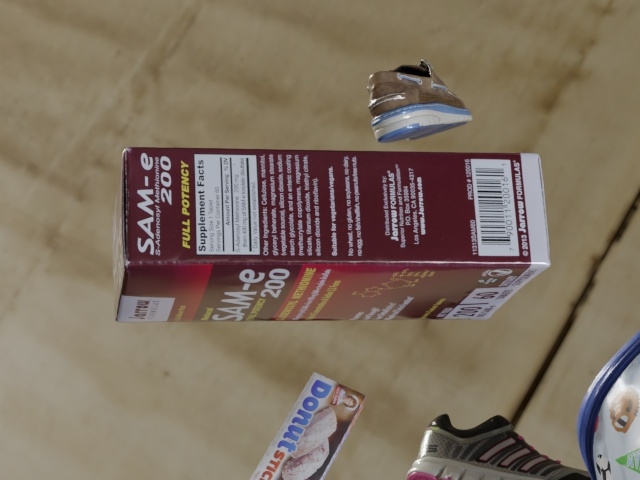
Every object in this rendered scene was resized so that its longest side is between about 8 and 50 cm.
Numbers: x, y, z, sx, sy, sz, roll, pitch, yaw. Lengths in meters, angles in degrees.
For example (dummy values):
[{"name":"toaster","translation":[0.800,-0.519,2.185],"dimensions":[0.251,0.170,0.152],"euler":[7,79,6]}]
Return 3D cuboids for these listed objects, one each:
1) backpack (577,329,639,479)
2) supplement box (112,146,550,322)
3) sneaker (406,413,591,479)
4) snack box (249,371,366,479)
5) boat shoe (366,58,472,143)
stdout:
[{"name":"backpack","translation":[0.311,0.144,1.006],"dimensions":[0.263,0.276,0.213],"euler":[51,-4,-36]},{"name":"supplement box","translation":[0.000,0.000,0.865],"dimensions":[0.240,0.073,0.130],"euler":[0,-17,-10]},{"name":"sneaker","translation":[0.158,0.180,1.201],"dimensions":[0.170,0.074,0.063],"euler":[8,-32,2]},{"name":"snack box","translation":[-0.017,0.216,1.514],"dimensions":[0.064,0.178,0.022],"euler":[23,-41,11]},{"name":"boat shoe","translation":[0.090,-0.128,1.322],"dimensions":[0.066,0.066,0.183],"euler":[-18,-1,18]}]
